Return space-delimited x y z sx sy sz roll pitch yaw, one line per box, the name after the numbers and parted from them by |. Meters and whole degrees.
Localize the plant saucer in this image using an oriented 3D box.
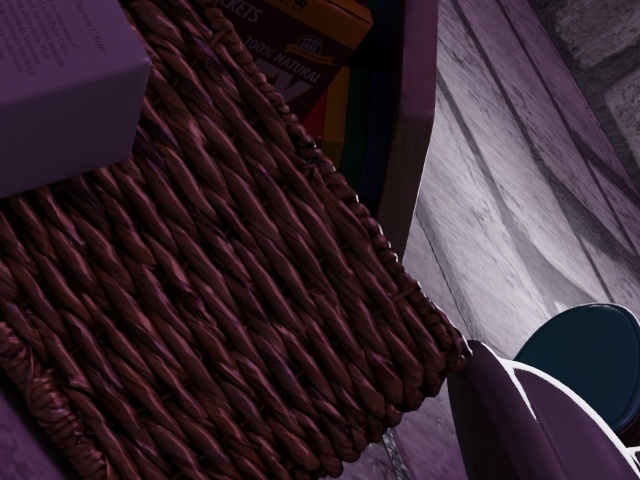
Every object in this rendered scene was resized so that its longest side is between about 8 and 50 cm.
0.186 0.236 1.131 0.400 0.100 0.400 160 -90 -87 | plant saucer

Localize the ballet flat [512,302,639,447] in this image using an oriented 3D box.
0.209 0.220 1.565 0.483 0.164 0.182 -60 135 -67 | ballet flat

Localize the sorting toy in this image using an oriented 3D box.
0.019 -0.069 1.390 0.089 0.257 0.255 8 40 -2 | sorting toy

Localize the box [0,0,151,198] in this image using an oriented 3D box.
-0.189 -0.090 0.937 0.130 0.170 0.091 62 -25 23 | box

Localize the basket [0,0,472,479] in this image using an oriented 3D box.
-0.103 0.027 1.113 0.299 0.223 0.213 53 -17 -5 | basket

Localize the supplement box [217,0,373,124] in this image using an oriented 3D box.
-0.079 -0.146 1.305 0.129 0.191 0.194 27 26 -21 | supplement box
